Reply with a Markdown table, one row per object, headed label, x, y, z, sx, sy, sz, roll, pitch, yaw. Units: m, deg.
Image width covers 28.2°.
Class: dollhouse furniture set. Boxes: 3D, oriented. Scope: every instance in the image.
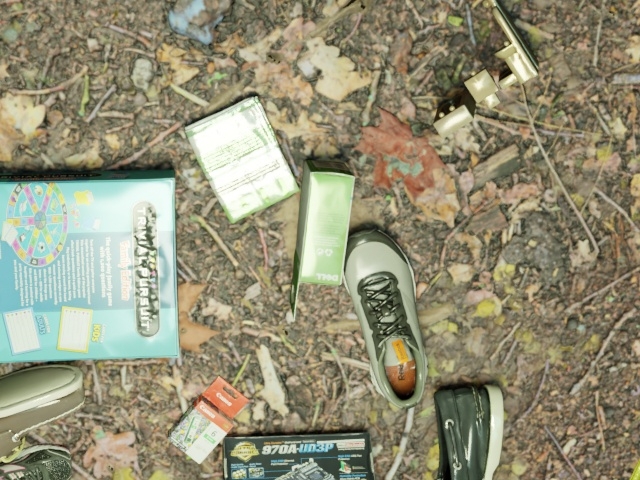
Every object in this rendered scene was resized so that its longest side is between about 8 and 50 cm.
| label | x | y | z | sx | sy | sz | roll | pitch | yaw |
| --- | --- | --- | --- | --- | --- | --- | --- | --- | --- |
| dollhouse furniture set | 0.200 | -0.242 | 1.729 | 0.151 | 0.144 | 0.123 | -32 | 100 | 16 |

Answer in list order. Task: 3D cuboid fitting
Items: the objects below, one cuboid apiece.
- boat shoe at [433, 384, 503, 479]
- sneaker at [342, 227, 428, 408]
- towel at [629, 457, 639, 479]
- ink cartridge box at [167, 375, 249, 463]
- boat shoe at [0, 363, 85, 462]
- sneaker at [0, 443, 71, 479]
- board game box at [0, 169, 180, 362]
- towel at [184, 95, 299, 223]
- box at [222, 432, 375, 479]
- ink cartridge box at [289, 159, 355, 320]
| label | x | y | z | sx | sy | sz | roll | pitch | yaw |
| --- | --- | --- | --- | --- | --- | --- | --- | --- | --- |
| boat shoe | 0.190 | 0.375 | 1.864 | 0.113 | 0.127 | 0.340 | 6 | 100 | -7 |
| sneaker | 0.100 | 0.112 | 1.803 | 0.100 | 0.108 | 0.272 | -16 | 103 | -1 |
| towel | 0.592 | 0.389 | 1.966 | 0.237 | 0.021 | 0.102 | 20 | 99 | -10 |
| ink cartridge box | -0.162 | 0.260 | 1.846 | 0.063 | 0.029 | 0.115 | 40 | 96 | -13 |
| boat shoe | -0.470 | 0.263 | 1.772 | 0.324 | 0.116 | 0.097 | -19 | 109 | 2 |
| sneaker | -0.439 | 0.347 | 1.810 | 0.178 | 0.077 | 0.072 | -15 | 105 | -4 |
| board game box | -0.364 | 0.035 | 1.747 | 0.336 | 0.079 | 0.254 | -1 | 103 | -6 |
| towel | -0.109 | -0.113 | 1.774 | 0.113 | 0.023 | 0.152 | -24 | 106 | 2 |
| box | -0.029 | 0.367 | 1.822 | 0.220 | 0.051 | 0.175 | -2 | 59 | -6 |
| ink cartridge box | 0.000 | 0.000 | 1.764 | 0.062 | 0.109 | 0.209 | 5 | 102 | -7 |
